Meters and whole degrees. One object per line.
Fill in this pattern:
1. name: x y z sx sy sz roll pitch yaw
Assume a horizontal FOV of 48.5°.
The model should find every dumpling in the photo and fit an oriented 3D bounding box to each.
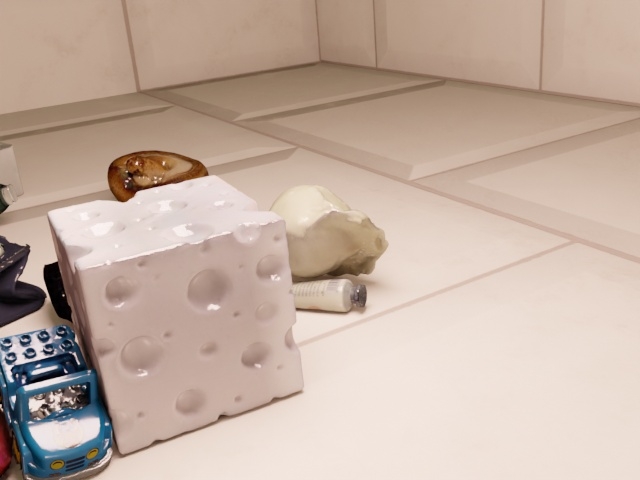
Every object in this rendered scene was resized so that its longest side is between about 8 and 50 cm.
1. dumpling: 0.000 0.000 1.149 0.258 0.193 0.147 -11 51 45

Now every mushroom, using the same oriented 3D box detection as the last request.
1. mushroom: -0.364 -0.124 1.617 0.231 0.138 0.194 18 16 23

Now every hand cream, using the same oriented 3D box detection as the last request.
1. hand cream: -0.041 0.084 1.128 0.234 0.050 0.080 0 22 25

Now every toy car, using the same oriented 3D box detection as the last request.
1. toy car: -0.303 0.171 0.799 0.097 0.100 0.191 -11 50 -33

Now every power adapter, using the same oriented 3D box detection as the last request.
1. power adapter: -0.853 -0.206 1.804 0.125 0.205 0.130 13 26 38

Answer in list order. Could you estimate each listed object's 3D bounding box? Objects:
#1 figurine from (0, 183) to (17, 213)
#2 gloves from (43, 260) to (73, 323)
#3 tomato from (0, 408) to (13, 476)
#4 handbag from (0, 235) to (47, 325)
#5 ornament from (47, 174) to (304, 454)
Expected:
1. figurine: -0.768 -0.072 1.562 0.192 0.126 0.147 -14 27 2
2. gloves: -0.327 0.068 1.145 0.203 0.124 0.164 -19 43 -13
3. tomato: -0.477 0.201 0.744 0.309 0.170 0.309 -4 22 2
4. handbag: -0.663 0.085 1.153 0.303 0.122 0.329 12 28 35
5. ornament: -0.187 0.077 0.908 0.239 0.240 0.240 -16 24 -24
